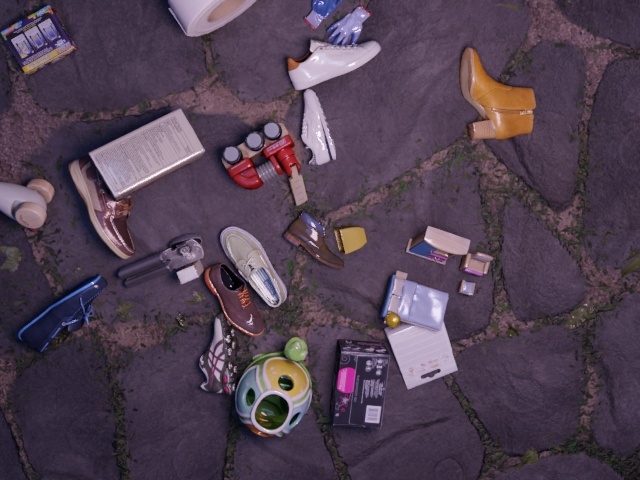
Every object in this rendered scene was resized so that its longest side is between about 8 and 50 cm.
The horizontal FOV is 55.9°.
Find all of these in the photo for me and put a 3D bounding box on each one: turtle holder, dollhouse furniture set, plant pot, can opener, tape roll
[{"bbox_3d":[-0.123,0.474,1.899,0.320,0.227,0.243,-38,97,3],"label":"turtle holder"},{"bbox_3d":[0.367,0.151,1.847,0.287,0.198,0.303,18,77,-4],"label":"dollhouse furniture set"},{"bbox_3d":[0.099,-0.008,1.922,0.083,0.081,0.081,-15,98,-12],"label":"plant pot"},{"bbox_3d":[-0.501,0.059,1.918,0.284,0.095,0.076,-21,122,9],"label":"can opener"},{"bbox_3d":[-0.288,-0.703,1.712,0.286,0.286,0.100,-34,98,2],"label":"tape roll"}]

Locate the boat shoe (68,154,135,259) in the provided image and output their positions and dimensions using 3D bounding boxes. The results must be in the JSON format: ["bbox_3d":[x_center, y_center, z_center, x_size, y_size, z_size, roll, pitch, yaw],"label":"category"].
[{"bbox_3d":[-0.643,-0.111,1.861,0.123,0.123,0.341,-25,91,2],"label":"boat shoe"}]

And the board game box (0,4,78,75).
[{"bbox_3d":[-0.847,-0.603,1.822,0.170,0.048,0.141,-28,100,1],"label":"board game box"}]

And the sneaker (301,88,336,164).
[{"bbox_3d":[-0.022,-0.351,1.871,0.095,0.090,0.234,-15,96,9],"label":"sneaker"}]

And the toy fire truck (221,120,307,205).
[{"bbox_3d":[-0.153,-0.209,1.864,0.217,0.158,0.246,-30,87,1],"label":"toy fire truck"}]

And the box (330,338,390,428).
[{"bbox_3d":[0.126,0.459,1.951,0.164,0.142,0.247,5,98,-4],"label":"box"}]

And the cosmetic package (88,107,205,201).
[{"bbox_3d":[-0.514,-0.252,1.797,0.296,0.129,0.153,-30,95,-16],"label":"cosmetic package"}]

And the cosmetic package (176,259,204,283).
[{"bbox_3d":[-0.408,0.096,1.895,0.060,0.115,0.041,-23,98,0],"label":"cosmetic package"}]

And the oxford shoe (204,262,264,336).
[{"bbox_3d":[-0.261,0.189,1.906,0.271,0.098,0.097,52,52,-8],"label":"oxford shoe"}]

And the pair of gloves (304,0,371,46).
[{"bbox_3d":[0.048,-0.692,1.857,0.198,0.023,0.159,39,93,-7],"label":"pair of gloves"}]

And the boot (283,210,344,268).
[{"bbox_3d":[0.000,0.000,1.916,0.219,0.082,0.106,31,98,-4],"label":"boot"}]

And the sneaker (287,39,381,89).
[{"bbox_3d":[0.037,-0.562,1.819,0.290,0.106,0.123,-22,115,2],"label":"sneaker"}]

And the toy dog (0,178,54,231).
[{"bbox_3d":[-0.974,-0.113,1.828,0.334,0.220,0.161,26,127,2],"label":"toy dog"}]

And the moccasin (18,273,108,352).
[{"bbox_3d":[-0.790,0.232,1.907,0.342,0.137,0.116,-34,102,17],"label":"moccasin"}]

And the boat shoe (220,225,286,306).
[{"bbox_3d":[-0.206,0.081,1.911,0.109,0.094,0.302,-39,97,3],"label":"boat shoe"}]

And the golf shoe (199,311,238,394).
[{"bbox_3d":[-0.335,0.366,1.943,0.120,0.105,0.272,-1,97,5],"label":"golf shoe"}]

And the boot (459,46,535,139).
[{"bbox_3d":[0.555,-0.463,1.876,0.211,0.104,0.294,-11,103,-6],"label":"boot"}]

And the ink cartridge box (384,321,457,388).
[{"bbox_3d":[0.334,0.360,2.002,0.189,0.066,0.232,-21,118,0],"label":"ink cartridge box"}]
